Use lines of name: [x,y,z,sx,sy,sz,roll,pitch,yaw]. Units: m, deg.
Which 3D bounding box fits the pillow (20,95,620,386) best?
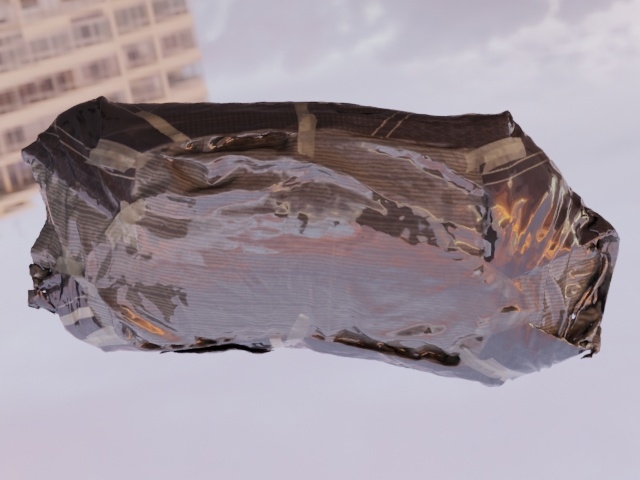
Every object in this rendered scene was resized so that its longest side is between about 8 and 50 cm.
pillow: [0.000,0.000,0.778,0.335,0.161,0.092,2,-154,2]
